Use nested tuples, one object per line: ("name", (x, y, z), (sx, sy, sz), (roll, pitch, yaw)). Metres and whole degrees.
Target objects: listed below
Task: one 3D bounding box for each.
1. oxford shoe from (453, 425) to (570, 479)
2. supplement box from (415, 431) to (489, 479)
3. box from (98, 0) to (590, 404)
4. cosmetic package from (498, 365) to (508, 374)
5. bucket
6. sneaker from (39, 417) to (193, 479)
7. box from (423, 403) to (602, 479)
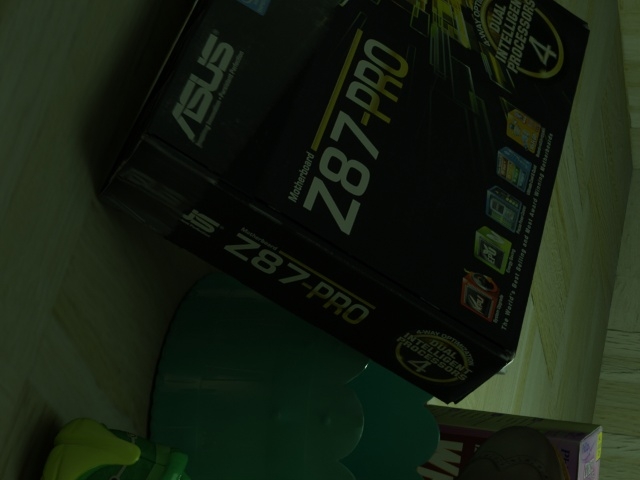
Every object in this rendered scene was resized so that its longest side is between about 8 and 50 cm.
("oxford shoe", (0.142, 0.252, 1.314), (0.364, 0.130, 0.133), (-57, 142, -56))
("supplement box", (0.132, 0.300, 1.772), (0.194, 0.191, 0.129), (51, 46, -66))
("box", (0.040, -0.109, 1.223), (0.097, 0.318, 0.395), (-46, -163, 48))
("cosmetic package", (0.149, 0.055, 1.823), (0.151, 0.151, 0.184), (34, 63, -70))
("bucket", (-0.014, 0.151, 1.296), (0.281, 0.183, 0.281), (6, 90, -73))
("sneaker", (-0.115, 0.246, 1.103), (0.295, 0.123, 0.109), (77, 25, -46))
("box", (0.225, 0.290, 1.978), (0.213, 0.243, 0.117), (5, 90, -73))
